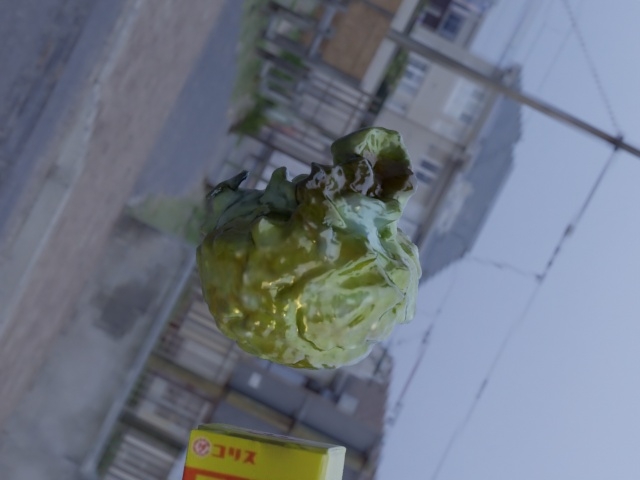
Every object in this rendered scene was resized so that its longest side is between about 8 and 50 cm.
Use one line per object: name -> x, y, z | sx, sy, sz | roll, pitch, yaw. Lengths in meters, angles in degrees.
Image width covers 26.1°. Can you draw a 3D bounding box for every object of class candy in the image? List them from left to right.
candy -> -0.071, 0.324, 1.339 | 0.088, 0.146, 0.276 | 22, 76, -74

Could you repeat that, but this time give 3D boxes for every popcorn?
popcorn -> 0.000, 0.000, 1.124 | 0.212, 0.198, 0.198 | -58, -176, 9
